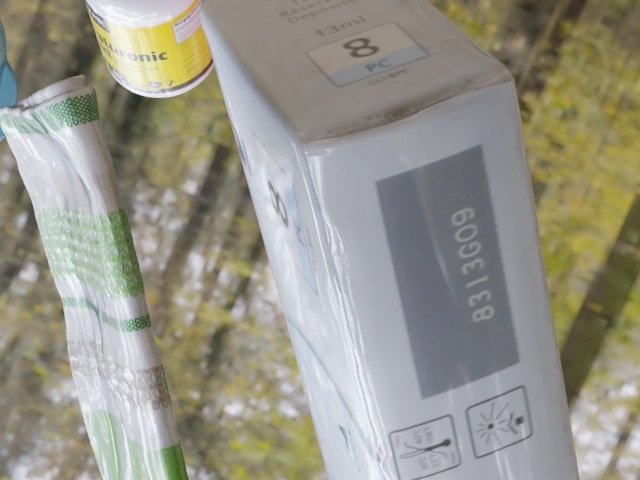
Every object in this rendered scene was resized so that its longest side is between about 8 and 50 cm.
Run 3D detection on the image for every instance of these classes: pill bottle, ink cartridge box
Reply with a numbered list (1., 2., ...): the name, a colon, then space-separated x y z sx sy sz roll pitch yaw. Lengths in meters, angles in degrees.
1. pill bottle: -0.089 -0.127 0.852 0.065 0.065 0.116 24 159 13
2. ink cartridge box: 0.000 0.000 0.795 0.091 0.308 0.385 -21 -149 -11

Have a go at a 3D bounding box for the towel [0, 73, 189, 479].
1. towel: -0.080 0.021 0.576 0.023 0.152 0.113 -14 -174 -15

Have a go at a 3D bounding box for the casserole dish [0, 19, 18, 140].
1. casserole dish: -0.249 -0.088 0.857 0.188 0.114 0.037 13 -170 -17
